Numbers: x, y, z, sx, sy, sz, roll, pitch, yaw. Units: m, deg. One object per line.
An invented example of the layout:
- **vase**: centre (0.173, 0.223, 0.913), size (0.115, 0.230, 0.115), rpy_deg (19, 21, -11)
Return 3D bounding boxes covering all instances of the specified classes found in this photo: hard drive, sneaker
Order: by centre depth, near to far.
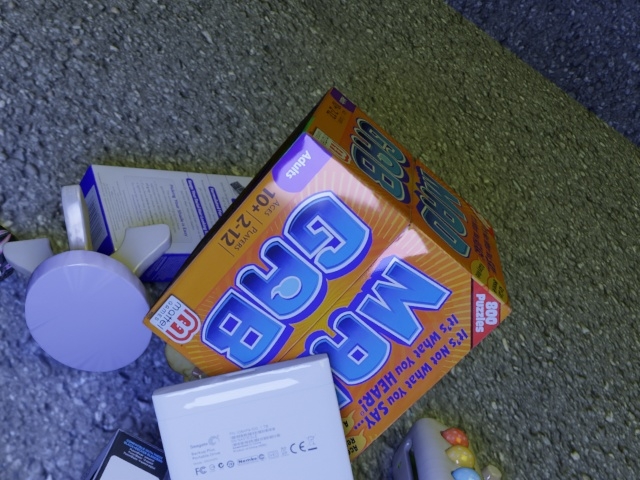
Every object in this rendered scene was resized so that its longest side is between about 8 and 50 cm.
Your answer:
- **hard drive**: centre (-0.069, 0.344, 1.121), size (0.233, 0.047, 0.353), rpy_deg (-12, 96, -3)
- **sneaker**: centre (-0.510, 0.042, 1.294), size (0.077, 0.072, 0.178), rpy_deg (34, 46, -28)

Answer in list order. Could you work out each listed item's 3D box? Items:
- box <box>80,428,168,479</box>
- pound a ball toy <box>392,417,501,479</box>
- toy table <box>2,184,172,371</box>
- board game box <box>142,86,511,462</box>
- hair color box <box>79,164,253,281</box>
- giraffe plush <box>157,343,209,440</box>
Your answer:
- **box**: centre (-0.302, 0.406, 1.074), size (0.087, 0.169, 0.290), rpy_deg (31, 43, -10)
- **pound a ball toy**: centre (0.247, 0.420, 1.451), size (0.208, 0.136, 0.319), rpy_deg (30, 11, -3)
- **toy table**: centre (-0.348, 0.059, 1.269), size (0.252, 0.274, 0.161), rpy_deg (0, 51, -16)
- **board game box**: centre (0.020, 0.043, 1.275), size (0.356, 0.356, 0.356), rpy_deg (40, 19, -8)
- **hair color box**: centre (-0.255, -0.026, 1.529), size (0.339, 0.110, 0.185), rpy_deg (1, 55, -37)
- **giraffe plush**: centre (-0.180, 0.272, 1.304), size (0.181, 0.170, 0.210), rpy_deg (26, 2, -25)
